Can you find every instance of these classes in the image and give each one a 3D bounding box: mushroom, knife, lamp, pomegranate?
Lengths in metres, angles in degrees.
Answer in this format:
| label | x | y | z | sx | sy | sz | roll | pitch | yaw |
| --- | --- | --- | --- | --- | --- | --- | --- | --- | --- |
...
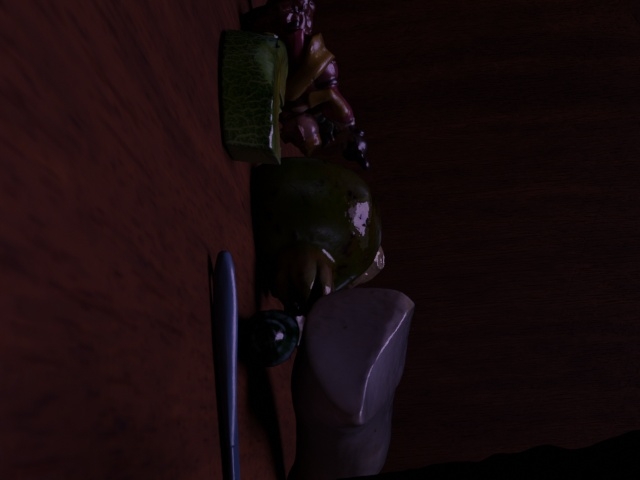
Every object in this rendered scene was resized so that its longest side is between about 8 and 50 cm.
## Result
| label | x | y | z | sx | sy | sz | roll | pitch | yaw |
| --- | --- | --- | --- | --- | --- | --- | --- | --- | --- |
| mushroom | 0.021 | 0.226 | 0.870 | 0.397 | 0.126 | 0.177 | 94 | 15 | -47 |
| knife | -0.067 | 0.164 | 0.558 | 0.044 | 0.019 | 0.313 | 95 | -8 | -83 |
| lamp | -0.021 | -0.198 | 0.974 | 0.118 | 0.118 | 0.253 | -69 | 139 | -87 |
| pomegranate | -0.002 | -0.015 | 0.928 | 0.241 | 0.159 | 0.190 | -71 | 154 | -79 |

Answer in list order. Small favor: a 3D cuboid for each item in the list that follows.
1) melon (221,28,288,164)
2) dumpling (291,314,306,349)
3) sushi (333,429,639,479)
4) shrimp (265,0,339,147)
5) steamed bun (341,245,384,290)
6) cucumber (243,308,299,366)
| label | x | y | z | sx | sy | sz | roll | pitch | yaw |
| --- | --- | --- | --- | --- | --- | --- | --- | --- | --- |
| melon | -0.068 | -0.157 | 0.770 | 0.118 | 0.064 | 0.209 | 91 | -1 | -50 |
| dumpling | -0.026 | 0.033 | 1.295 | 0.166 | 0.086 | 0.332 | 87 | -5 | -55 |
| sushi | 0.072 | 0.231 | 0.286 | 0.281 | 0.294 | 0.299 | 75 | 8 | -63 |
| shrimp | -0.034 | -0.295 | 1.097 | 0.185 | 0.068 | 0.287 | 28 | -62 | 49 |
| steamed bun | 0.020 | 0.012 | 1.128 | 0.141 | 0.155 | 0.172 | -67 | 153 | -43 |
| cucumber | -0.049 | 0.097 | 0.738 | 0.250 | 0.056 | 0.056 | 87 | -2 | -86 |
